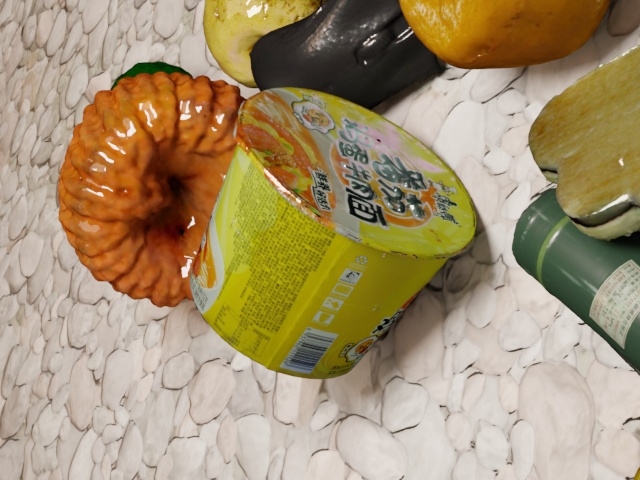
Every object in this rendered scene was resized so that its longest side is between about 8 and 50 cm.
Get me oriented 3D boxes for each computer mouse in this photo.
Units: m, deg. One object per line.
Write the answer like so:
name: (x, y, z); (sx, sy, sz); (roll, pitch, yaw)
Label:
computer mouse: (0.019, -0.192, 1.337); (0.264, 0.147, 0.088); (-32, 23, 40)

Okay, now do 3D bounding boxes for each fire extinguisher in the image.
fire extinguisher: (0.271, 0.061, 0.957); (0.294, 0.093, 0.118); (47, 128, 50)

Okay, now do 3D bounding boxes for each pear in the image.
pear: (-0.062, -0.276, 1.485); (0.178, 0.178, 0.178); (-25, 56, 45)

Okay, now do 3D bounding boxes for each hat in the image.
hat: (-0.230, -0.111, 1.543); (0.285, 0.285, 0.400); (-64, 33, 11)

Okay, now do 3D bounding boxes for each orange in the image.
orange: (0.186, -0.279, 1.128); (0.249, 0.183, 0.249); (40, 138, 50)

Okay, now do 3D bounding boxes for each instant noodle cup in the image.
instant noodle cup: (0.000, 0.000, 1.219); (0.200, 0.264, 0.264); (-61, 36, 31)

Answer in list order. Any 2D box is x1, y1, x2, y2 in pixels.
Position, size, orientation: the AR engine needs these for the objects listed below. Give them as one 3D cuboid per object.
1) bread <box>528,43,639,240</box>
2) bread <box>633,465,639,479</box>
bread: (0.287, -0.088, 0.943); (0.286, 0.056, 0.207); (-25, 42, 40)
bread: (0.285, 0.226, 0.890); (0.187, 0.065, 0.149); (29, 104, 52)
